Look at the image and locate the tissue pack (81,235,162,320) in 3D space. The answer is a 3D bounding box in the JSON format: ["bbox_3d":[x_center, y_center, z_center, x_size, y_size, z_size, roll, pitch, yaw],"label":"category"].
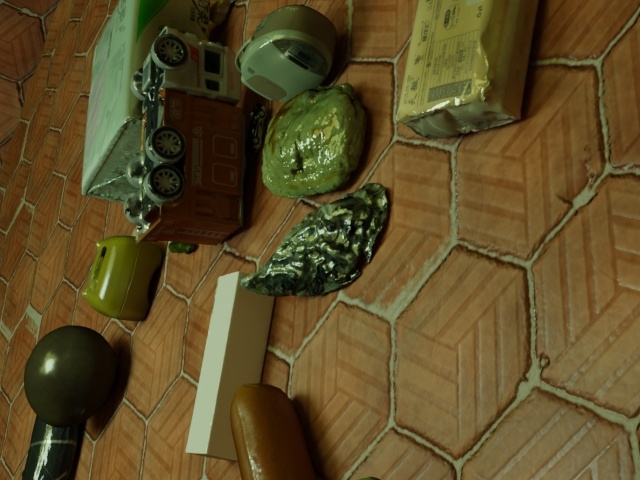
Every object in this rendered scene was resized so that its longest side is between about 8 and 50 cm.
[{"bbox_3d":[-0.419,0.076,2.125,0.123,0.127,0.178,2,76,56],"label":"tissue pack"}]

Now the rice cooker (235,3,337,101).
[{"bbox_3d":[-0.056,-0.323,1.742,0.206,0.145,0.127,-18,46,58],"label":"rice cooker"}]

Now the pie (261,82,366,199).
[{"bbox_3d":[-0.018,-0.172,1.645,0.248,0.090,0.201,-7,64,53],"label":"pie"}]

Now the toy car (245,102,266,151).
[{"bbox_3d":[-0.119,-0.212,1.894,0.041,0.025,0.093,14,92,62],"label":"toy car"}]

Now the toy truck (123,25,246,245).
[{"bbox_3d":[-0.242,-0.188,1.878,0.173,0.206,0.388,148,126,-60],"label":"toy truck"}]

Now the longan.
[{"bbox_3d":[-0.528,0.283,2.123,0.220,0.196,0.196,-68,30,18],"label":"longan"}]

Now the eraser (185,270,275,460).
[{"bbox_3d":[-0.145,0.205,1.647,0.076,0.078,0.298,-16,60,55],"label":"eraser"}]

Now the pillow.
[{"bbox_3d":[-0.598,0.444,2.243,0.161,0.092,0.335,-27,50,55],"label":"pillow"}]

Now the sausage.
[{"bbox_3d":[-0.064,0.316,1.427,0.105,0.105,0.274,-53,35,28],"label":"sausage"}]

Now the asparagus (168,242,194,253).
[{"bbox_3d":[-0.277,0.014,2.031,0.108,0.021,0.025,0,78,58],"label":"asparagus"}]

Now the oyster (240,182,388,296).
[{"bbox_3d":[0.002,0.001,1.545,0.252,0.087,0.200,7,79,47],"label":"oyster"}]

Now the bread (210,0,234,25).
[{"bbox_3d":[-0.220,-0.520,2.228,0.083,0.035,0.070,-59,32,8],"label":"bread"}]

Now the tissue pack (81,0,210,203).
[{"bbox_3d":[-0.376,-0.320,2.184,0.331,0.205,0.405,-39,43,49],"label":"tissue pack"}]

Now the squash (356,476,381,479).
[{"bbox_3d":[0.051,0.412,1.213,0.083,0.083,0.250,-18,61,54],"label":"squash"}]

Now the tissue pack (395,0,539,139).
[{"bbox_3d":[0.197,-0.253,1.339,0.186,0.090,0.222,-10,67,54],"label":"tissue pack"}]
